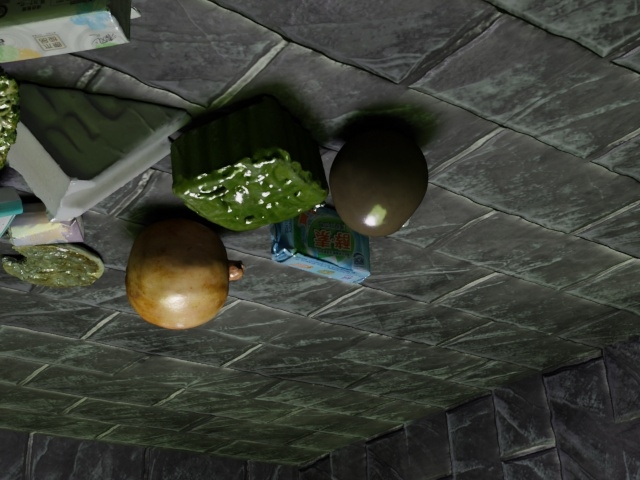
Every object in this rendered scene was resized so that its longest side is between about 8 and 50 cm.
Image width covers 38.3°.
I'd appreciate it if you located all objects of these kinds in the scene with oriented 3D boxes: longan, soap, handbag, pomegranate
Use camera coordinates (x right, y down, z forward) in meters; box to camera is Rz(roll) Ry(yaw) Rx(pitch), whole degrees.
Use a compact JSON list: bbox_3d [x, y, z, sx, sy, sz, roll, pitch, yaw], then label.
[{"bbox_3d":[0.113,-0.117,1.800,0.197,0.220,0.196,27,154,14],"label":"longan"},{"bbox_3d":[-0.444,-0.220,1.729,0.302,0.258,0.159,-40,174,-35],"label":"soap"},{"bbox_3d":[-0.612,-0.033,2.022,0.173,0.095,0.117,-3,152,-6],"label":"handbag"},{"bbox_3d":[0.000,0.000,2.078,0.293,0.156,0.077,16,149,-34],"label":"soap"},{"bbox_3d":[-0.306,0.073,2.096,0.270,0.252,0.229,5,132,-11],"label":"pomegranate"}]

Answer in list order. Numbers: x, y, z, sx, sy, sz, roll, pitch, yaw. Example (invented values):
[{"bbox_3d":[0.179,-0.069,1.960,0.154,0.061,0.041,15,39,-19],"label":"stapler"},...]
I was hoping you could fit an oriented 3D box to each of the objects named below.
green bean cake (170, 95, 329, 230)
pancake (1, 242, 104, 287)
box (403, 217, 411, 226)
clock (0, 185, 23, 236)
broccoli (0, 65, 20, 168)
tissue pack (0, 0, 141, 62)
[{"bbox_3d":[-0.137,-0.132,1.790,0.250,0.156,0.247,-21,151,18],"label":"green bean cake"},{"bbox_3d":[-0.651,0.058,2.257,0.254,0.037,0.253,-2,154,-1],"label":"pancake"},{"bbox_3d":[0.138,-0.074,2.041,0.122,0.069,0.084,-3,155,0],"label":"box"},{"bbox_3d":[-0.771,-0.043,1.873,0.262,0.116,0.231,-16,168,-37],"label":"clock"},{"bbox_3d":[-0.654,-0.200,1.495,0.304,0.283,0.321,27,122,-17],"label":"broccoli"},{"bbox_3d":[-0.392,-0.343,1.363,0.229,0.159,0.145,-7,153,8],"label":"tissue pack"}]
